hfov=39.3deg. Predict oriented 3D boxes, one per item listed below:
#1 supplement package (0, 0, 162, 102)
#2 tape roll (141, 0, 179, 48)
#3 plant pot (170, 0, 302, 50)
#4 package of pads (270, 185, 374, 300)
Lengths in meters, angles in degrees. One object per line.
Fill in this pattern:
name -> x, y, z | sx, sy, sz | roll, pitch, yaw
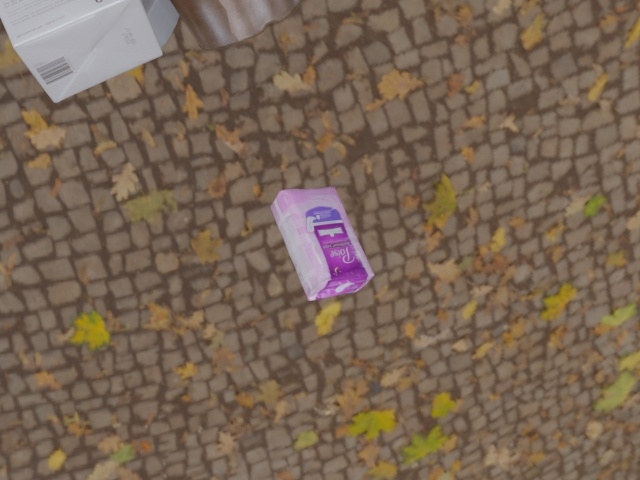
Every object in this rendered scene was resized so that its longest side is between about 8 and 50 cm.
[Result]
supplement package -> -0.369, -0.378, 1.242 | 0.175, 0.293, 0.177 | -25, 165, -5
tape roll -> -0.362, -0.395, 1.586 | 0.219, 0.219, 0.072 | -33, 143, 2
plant pot -> -0.105, -0.299, 0.926 | 0.167, 0.167, 0.165 | -29, 118, -2
package of pads -> 0.000, 0.000, 0.659 | 0.050, 0.083, 0.032 | -8, 154, -34
